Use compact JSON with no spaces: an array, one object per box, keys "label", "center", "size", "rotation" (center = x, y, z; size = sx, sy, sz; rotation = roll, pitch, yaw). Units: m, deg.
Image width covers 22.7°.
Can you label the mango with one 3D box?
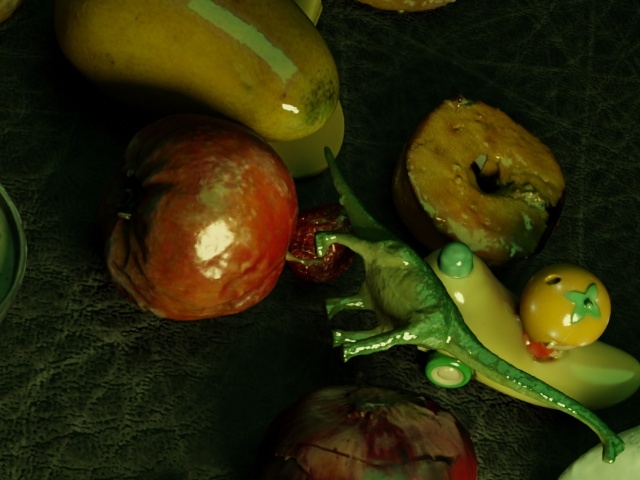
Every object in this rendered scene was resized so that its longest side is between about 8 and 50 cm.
[{"label":"mango","center":[-0.142,-0.241,1.915],"size":[0.378,0.221,0.264],"rotation":[30,15,15]}]

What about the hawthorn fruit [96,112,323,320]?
[{"label":"hawthorn fruit","center":[-0.112,-0.015,1.818],"size":[0.271,0.242,0.242],"rotation":[18,50,-35]}]

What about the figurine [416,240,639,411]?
[{"label":"figurine","center":[0.259,0.103,1.946],"size":[0.324,0.222,0.124],"rotation":[25,47,-13]}]

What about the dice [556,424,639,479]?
[{"label":"dice","center":[0.435,0.362,1.839],"size":[0.268,0.262,0.265],"rotation":[4,56,-28]}]

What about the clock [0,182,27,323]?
[{"label":"clock","center":[-0.450,0.001,1.707],"size":[0.280,0.055,0.281],"rotation":[16,52,-21]}]

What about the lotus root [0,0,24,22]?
[{"label":"lotus root","center":[-0.495,-0.419,1.946],"size":[0.375,0.111,0.390],"rotation":[-24,70,-42]}]

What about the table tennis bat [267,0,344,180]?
[{"label":"table tennis bat","center":[-0.049,-0.212,2.103],"size":[0.198,0.050,0.321],"rotation":[23,52,-13]}]

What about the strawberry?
[{"label":"strawberry","center":[0.001,0.000,1.950],"size":[0.106,0.106,0.106],"rotation":[16,52,-21]}]

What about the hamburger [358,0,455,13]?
[{"label":"hamburger","center":[0.065,-0.510,2.227],"size":[0.445,0.287,0.268],"rotation":[18,53,-16]}]

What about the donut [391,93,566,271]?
[{"label":"donut","center":[0.208,-0.071,2.110],"size":[0.253,0.118,0.254],"rotation":[18,49,-22]}]

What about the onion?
[{"label":"onion","center":[0.050,0.268,1.727],"size":[0.252,0.219,0.252],"rotation":[-2,18,1]}]

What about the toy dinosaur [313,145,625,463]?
[{"label":"toy dinosaur","center":[0.153,0.061,1.821],"size":[0.300,0.087,0.447],"rotation":[-8,64,-7]}]
